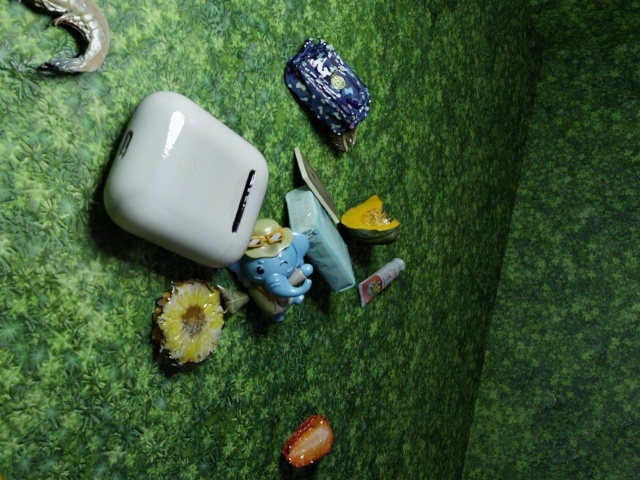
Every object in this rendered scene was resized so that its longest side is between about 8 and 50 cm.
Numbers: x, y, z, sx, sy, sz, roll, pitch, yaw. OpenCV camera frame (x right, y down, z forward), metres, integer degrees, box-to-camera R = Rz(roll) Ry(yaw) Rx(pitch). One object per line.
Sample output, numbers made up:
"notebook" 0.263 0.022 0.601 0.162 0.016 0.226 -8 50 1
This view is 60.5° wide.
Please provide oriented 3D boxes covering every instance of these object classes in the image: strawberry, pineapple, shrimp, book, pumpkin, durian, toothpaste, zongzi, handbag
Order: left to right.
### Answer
"shrimp" -0.449 -0.360 0.903 0.219 0.046 0.152 19 76 -54
"pineapple" -0.290 0.172 1.196 0.221 0.048 0.220 -3 94 -56
"zongzi" -0.210 0.125 1.311 0.076 0.040 0.083 -39 107 -53
"strawberry" -0.045 0.573 1.565 0.188 0.082 0.121 -13 85 -43
"book" -0.009 -0.149 1.498 0.198 0.016 0.138 52 16 -44
"handbag" 0.028 -0.414 1.467 0.260 0.113 0.162 44 54 -17
"durian" 0.062 -0.327 1.577 0.071 0.110 0.139 20 76 -29
"pumpkin" 0.132 -0.046 1.702 0.278 0.163 0.111 -112 -159 -62
"toothpaste" 0.202 0.135 1.870 0.234 0.057 0.089 -33 123 -39

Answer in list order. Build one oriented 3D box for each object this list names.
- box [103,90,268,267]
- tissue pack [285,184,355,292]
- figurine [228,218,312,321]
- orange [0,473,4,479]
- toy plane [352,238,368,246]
"box" -0.256 -0.113 1.118 0.349 0.141 0.288 33 67 -51
"tissue pack" 0.000 0.000 1.482 0.177 0.089 0.263 -101 165 -45
"figurine" -0.108 0.070 1.330 0.261 0.180 0.153 64 26 -25
"orange" -0.544 0.360 0.646 0.312 0.312 0.311 -10 102 -53
"toy plane" 0.133 -0.004 1.768 0.121 0.031 0.049 -11 98 -56
